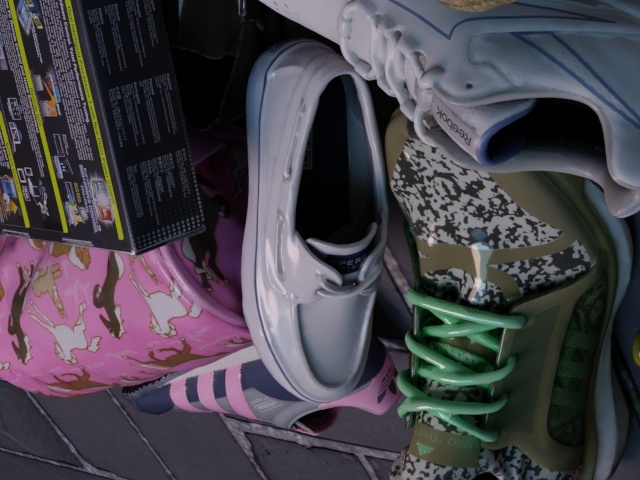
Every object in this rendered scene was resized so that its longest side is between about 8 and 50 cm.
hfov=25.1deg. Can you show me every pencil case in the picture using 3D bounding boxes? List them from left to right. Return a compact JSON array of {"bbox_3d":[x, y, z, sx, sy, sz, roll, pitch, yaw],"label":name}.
[{"bbox_3d":[-0.153,0.025,1.146,0.160,0.167,0.386,23,154,-27],"label":"pencil case"}]

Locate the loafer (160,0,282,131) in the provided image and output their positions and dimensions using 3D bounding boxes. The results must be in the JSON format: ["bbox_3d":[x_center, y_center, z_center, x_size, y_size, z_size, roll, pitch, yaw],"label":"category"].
[{"bbox_3d":[-0.071,-0.151,0.906,0.080,0.078,0.220,18,144,26],"label":"loafer"}]

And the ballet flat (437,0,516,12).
[{"bbox_3d":[0.168,-0.167,0.630,0.348,0.123,0.123,-4,132,35],"label":"ballet flat"}]

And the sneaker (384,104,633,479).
[{"bbox_3d":[0.110,0.089,0.954,0.158,0.182,0.410,13,141,32],"label":"sneaker"}]

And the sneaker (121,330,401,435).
[{"bbox_3d":[-0.058,0.124,1.229,0.131,0.112,0.319,48,148,-14],"label":"sneaker"}]

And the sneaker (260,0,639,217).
[{"bbox_3d":[0.076,-0.111,0.774,0.297,0.129,0.111,22,148,23],"label":"sneaker"}]

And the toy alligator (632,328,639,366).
[{"bbox_3d":[0.252,0.114,0.977,0.056,0.051,0.190,6,138,40],"label":"toy alligator"}]

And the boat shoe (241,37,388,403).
[{"bbox_3d":[0.000,0.000,0.942,0.084,0.095,0.258,33,136,57],"label":"boat shoe"}]

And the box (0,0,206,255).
[{"bbox_3d":[-0.184,-0.133,0.932,0.216,0.060,0.270,5,112,48],"label":"box"}]
